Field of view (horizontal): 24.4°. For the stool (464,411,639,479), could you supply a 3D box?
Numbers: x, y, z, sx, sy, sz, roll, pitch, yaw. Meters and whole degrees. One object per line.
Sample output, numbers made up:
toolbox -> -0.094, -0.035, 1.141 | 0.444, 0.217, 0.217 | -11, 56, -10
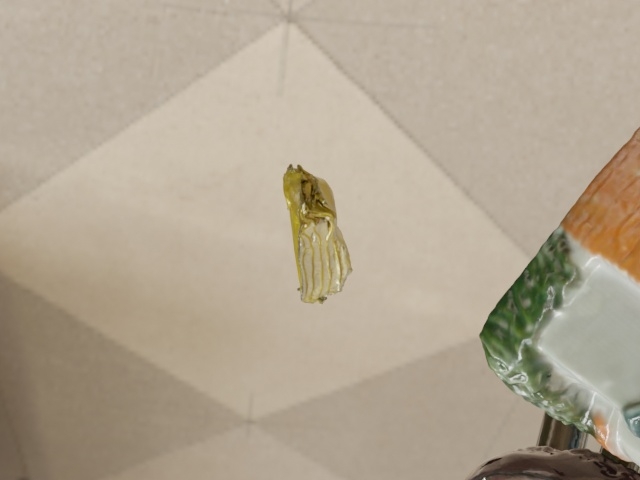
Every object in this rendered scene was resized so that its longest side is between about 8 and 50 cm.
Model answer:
stool -> 0.269, 0.235, 1.274 | 0.272, 0.178, 0.272 | 28, 148, 20

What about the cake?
cake -> 0.004, -0.001, 1.795 | 0.079, 0.185, 0.116 | -8, -166, -12

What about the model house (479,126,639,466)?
model house -> 0.289, 0.067, 0.956 | 0.190, 0.301, 0.271 | 36, 96, -33
